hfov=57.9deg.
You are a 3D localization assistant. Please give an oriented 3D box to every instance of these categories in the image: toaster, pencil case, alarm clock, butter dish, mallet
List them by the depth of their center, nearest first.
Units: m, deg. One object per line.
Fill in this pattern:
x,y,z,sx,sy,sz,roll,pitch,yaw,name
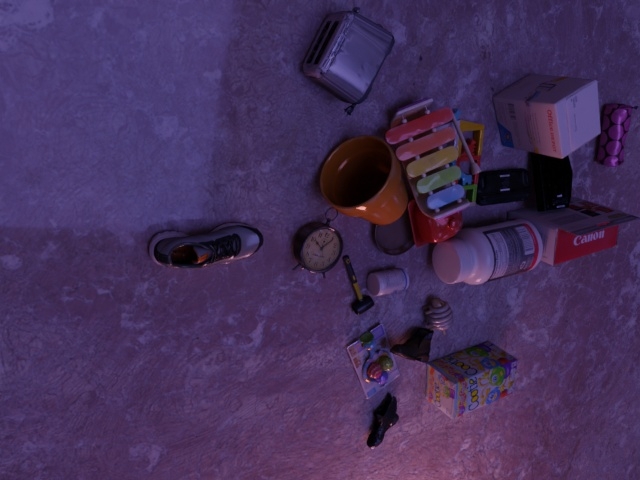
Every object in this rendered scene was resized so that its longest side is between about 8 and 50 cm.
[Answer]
0.059,-0.428,1.367,0.146,0.129,0.227,25,96,-31,toaster
0.000,0.000,1.525,0.129,0.064,0.192,18,100,-34,alarm clock
0.346,-0.060,1.640,0.160,0.118,0.160,-27,121,-19,butter dish
0.108,0.122,1.655,0.062,0.039,0.190,-22,114,-21,mallet
1.012,-0.361,1.982,0.098,0.095,0.209,-18,119,-42,pencil case

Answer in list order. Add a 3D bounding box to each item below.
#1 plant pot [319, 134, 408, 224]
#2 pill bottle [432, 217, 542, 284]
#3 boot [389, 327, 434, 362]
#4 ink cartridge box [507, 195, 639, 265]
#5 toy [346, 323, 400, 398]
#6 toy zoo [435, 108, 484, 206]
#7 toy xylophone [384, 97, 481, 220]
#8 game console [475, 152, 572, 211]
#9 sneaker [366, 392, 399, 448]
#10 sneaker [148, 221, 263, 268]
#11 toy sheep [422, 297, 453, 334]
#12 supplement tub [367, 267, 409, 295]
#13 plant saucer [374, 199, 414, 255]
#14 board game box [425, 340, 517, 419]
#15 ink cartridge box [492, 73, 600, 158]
0.132,-0.135,1.488,0.205,0.205,0.188,-56,141,-2,plant pot
0.506,0.038,1.771,0.318,0.176,0.176,-10,113,-27,pill bottle
0.286,0.314,1.795,0.219,0.082,0.106,24,84,-55,boot
0.811,-0.028,1.871,0.309,0.272,0.130,-13,114,-26,ink cartridge box
0.177,0.383,1.777,0.137,0.056,0.237,-32,121,-16,toy
0.388,-0.233,1.690,0.192,0.030,0.293,-9,112,-27,toy zoo
0.314,-0.230,1.562,0.236,0.081,0.323,-31,99,-11,toy xylophone
0.643,-0.192,1.827,0.361,0.044,0.213,-8,92,-18,game console
0.194,0.582,1.866,0.170,0.051,0.089,-45,124,-14,sneaker
-0.256,0.024,1.357,0.271,0.108,0.100,-9,110,-29,sneaker
0.375,0.239,1.826,0.091,0.091,0.132,-26,114,-20,toy sheep
0.198,0.120,1.683,0.107,0.071,0.071,-9,112,-27,supplement tub
0.220,-0.039,1.663,0.168,0.029,0.168,-12,114,-28,plant saucer
0.508,0.466,1.951,0.275,0.142,0.144,-13,114,-27,board game box
0.656,-0.365,1.677,0.168,0.232,0.171,-32,121,-17,ink cartridge box
